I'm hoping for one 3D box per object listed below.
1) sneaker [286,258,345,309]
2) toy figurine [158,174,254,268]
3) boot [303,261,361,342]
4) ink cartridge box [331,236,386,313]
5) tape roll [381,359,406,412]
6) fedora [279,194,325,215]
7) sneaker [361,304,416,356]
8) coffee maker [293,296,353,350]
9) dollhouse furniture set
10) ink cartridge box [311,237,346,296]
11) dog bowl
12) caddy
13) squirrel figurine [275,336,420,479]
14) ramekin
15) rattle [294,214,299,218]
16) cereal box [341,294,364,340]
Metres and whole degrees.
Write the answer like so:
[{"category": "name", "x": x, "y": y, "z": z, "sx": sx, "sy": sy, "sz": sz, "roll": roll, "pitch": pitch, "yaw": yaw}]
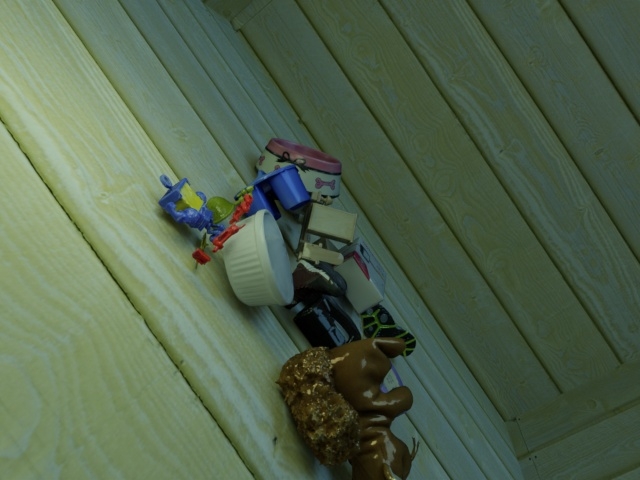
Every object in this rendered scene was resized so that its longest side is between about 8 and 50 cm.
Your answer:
[{"category": "sneaker", "x": -0.039, "y": 0.169, "z": 1.475, "sx": 0.106, "sy": 0.162, "sz": 0.281, "roll": 46, "pitch": -10, "yaw": -24}, {"category": "toy figurine", "x": -0.322, "y": -0.116, "z": 1.224, "sx": 0.217, "sy": 0.191, "sz": 0.363, "roll": 44, "pitch": 17, "yaw": -21}, {"category": "boot", "x": 0.063, "y": 0.225, "z": 1.716, "sx": 0.338, "sy": 0.118, "sz": 0.223, "roll": 55, "pitch": 28, "yaw": -6}, {"category": "ink cartridge box", "x": 0.166, "y": 0.137, "z": 1.947, "sx": 0.226, "sy": 0.131, "sz": 0.306, "roll": 55, "pitch": 18, "yaw": -7}, {"category": "tape roll", "x": 0.214, "y": 0.521, "z": 1.698, "sx": 0.275, "sy": 0.090, "sz": 0.275, "roll": 51, "pitch": 16, "yaw": -20}, {"category": "fedora", "x": -0.080, "y": -0.188, "z": 2.090, "sx": 0.275, "sy": 0.125, "sz": 0.244, "roll": 18, "pitch": 18, "yaw": -7}, {"category": "sneaker", "x": 0.274, "y": 0.400, "z": 2.119, "sx": 0.385, "sy": 0.145, "sz": 0.147, "roll": 46, "pitch": -13, "yaw": -24}, {"category": "coffee maker", "x": 0.005, "y": 0.292, "z": 1.478, "sx": 0.178, "sy": 0.120, "sz": 0.171, "roll": 54, "pitch": 16, "yaw": -4}, {"category": "dollhouse furniture set", "x": 0.000, "y": 0.000, "z": 1.791, "sx": 0.173, "sy": 0.355, "sz": 0.304, "roll": 15, "pitch": 70, "yaw": -10}, {"category": "ink cartridge box", "x": 0.054, "y": 0.118, "z": 2.045, "sx": 0.193, "sy": 0.088, "sz": 0.235, "roll": 48, "pitch": 17, "yaw": -30}, {"category": "dog bowl", "x": -0.083, "y": -0.336, "z": 2.074, "sx": 0.407, "sy": 0.151, "sz": 0.408, "roll": 17, "pitch": 17, "yaw": -5}, {"category": "caddy", "x": -0.172, "y": -0.170, "z": 1.634, "sx": 0.179, "sy": 0.241, "sz": 0.341, "roll": 62, "pitch": 2, "yaw": -2}, {"category": "squirrel figurine", "x": 0.071, "y": 0.463, "z": 1.173, "sx": 0.396, "sy": 0.281, "sz": 0.371, "roll": 15, "pitch": 53, "yaw": -42}, {"category": "ramekin", "x": -0.173, "y": 0.058, "z": 1.279, "sx": 0.273, "sy": 0.127, "sz": 0.273, "roll": -14, "pitch": 90, "yaw": -84}, {"category": "rattle", "x": -0.093, "y": -0.139, "z": 2.243, "sx": 0.130, "sy": 0.143, "sz": 0.200, "roll": 11, "pitch": 54, "yaw": -23}, {"category": "cereal box", "x": 0.092, "y": 0.287, "z": 1.885, "sx": 0.240, "sy": 0.047, "sz": 0.173, "roll": 51, "pitch": 17, "yaw": -15}]
